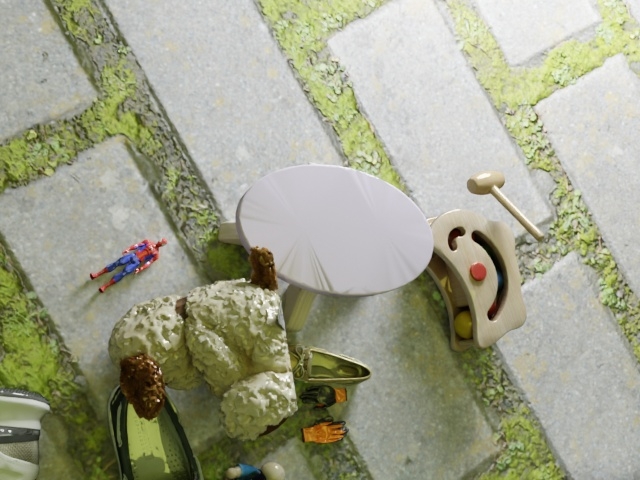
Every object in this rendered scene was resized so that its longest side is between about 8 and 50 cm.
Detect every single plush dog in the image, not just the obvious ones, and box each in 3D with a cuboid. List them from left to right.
[{"bbox_3d":[-0.158,0.124,1.196,0.225,0.262,0.210,-9,109,-4],"label":"plush dog"}]

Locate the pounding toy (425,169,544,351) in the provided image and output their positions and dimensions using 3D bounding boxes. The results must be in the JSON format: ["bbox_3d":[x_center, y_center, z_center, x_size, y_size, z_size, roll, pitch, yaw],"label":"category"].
[{"bbox_3d":[0.232,0.027,1.406,0.154,0.155,0.269,-5,83,-25],"label":"pounding toy"}]

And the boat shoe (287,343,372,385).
[{"bbox_3d":[-0.002,0.181,1.353,0.153,0.048,0.056,15,76,-17],"label":"boat shoe"}]

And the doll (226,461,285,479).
[{"bbox_3d":[-0.106,0.365,1.255,0.189,0.046,0.129,-45,128,-49],"label":"doll"}]

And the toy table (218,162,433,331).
[{"bbox_3d":[0.000,0.000,1.326,0.274,0.161,0.252,22,74,-14],"label":"toy table"}]

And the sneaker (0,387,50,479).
[{"bbox_3d":[-0.552,0.286,1.073,0.447,0.169,0.257,8,76,-21],"label":"sneaker"}]

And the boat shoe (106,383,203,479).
[{"bbox_3d":[-0.209,0.328,1.230,0.114,0.091,0.302,-21,89,-22],"label":"boat shoe"}]

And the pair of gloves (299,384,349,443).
[{"bbox_3d":[0.006,0.253,1.364,0.074,0.010,0.083,0,80,-20],"label":"pair of gloves"}]

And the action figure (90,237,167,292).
[{"bbox_3d":[-0.261,0.029,1.299,0.115,0.030,0.038,-35,88,-23],"label":"action figure"}]
